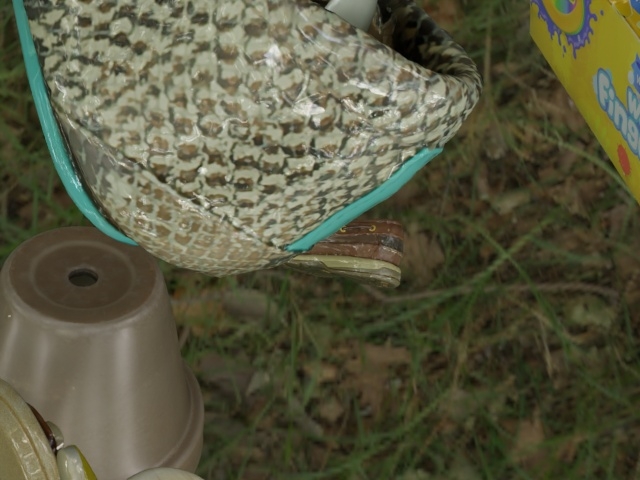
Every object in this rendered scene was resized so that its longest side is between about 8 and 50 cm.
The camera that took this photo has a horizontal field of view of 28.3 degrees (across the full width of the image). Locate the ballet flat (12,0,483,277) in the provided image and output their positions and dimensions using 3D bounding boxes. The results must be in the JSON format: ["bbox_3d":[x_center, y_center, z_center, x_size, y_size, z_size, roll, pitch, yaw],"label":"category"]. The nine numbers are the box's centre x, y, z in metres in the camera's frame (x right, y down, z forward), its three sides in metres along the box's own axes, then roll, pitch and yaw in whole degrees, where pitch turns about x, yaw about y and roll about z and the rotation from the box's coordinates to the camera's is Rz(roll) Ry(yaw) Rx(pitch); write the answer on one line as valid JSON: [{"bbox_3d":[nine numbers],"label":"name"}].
[{"bbox_3d":[-0.065,-0.232,0.435,0.182,0.164,0.483,-25,83,30],"label":"ballet flat"}]

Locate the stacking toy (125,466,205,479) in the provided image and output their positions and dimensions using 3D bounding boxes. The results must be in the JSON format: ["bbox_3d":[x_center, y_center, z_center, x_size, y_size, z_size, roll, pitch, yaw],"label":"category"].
[{"bbox_3d":[-0.203,0.293,0.942,0.330,0.141,0.141,-33,114,28],"label":"stacking toy"}]

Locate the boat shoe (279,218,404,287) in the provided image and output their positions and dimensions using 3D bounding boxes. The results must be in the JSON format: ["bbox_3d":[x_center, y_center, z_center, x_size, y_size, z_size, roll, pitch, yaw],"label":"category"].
[{"bbox_3d":[0.000,0.000,1.140,0.178,0.064,0.060,9,80,35],"label":"boat shoe"}]

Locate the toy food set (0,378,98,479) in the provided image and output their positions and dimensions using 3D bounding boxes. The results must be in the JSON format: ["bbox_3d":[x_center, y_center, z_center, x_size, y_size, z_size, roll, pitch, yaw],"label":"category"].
[{"bbox_3d":[-0.136,0.126,0.601,0.038,0.192,0.132,-15,106,-35],"label":"toy food set"}]

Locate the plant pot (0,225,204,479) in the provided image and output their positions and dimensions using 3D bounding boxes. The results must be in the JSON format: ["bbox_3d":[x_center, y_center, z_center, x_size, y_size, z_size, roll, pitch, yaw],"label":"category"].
[{"bbox_3d":[-0.232,0.115,1.231,0.263,0.263,0.229,8,128,-5],"label":"plant pot"}]

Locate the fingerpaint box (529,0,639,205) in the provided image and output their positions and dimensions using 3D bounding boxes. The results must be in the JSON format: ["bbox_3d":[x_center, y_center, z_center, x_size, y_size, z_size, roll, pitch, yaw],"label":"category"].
[{"bbox_3d":[0.427,-0.151,1.076,0.371,0.445,0.163,-14,135,-7],"label":"fingerpaint box"}]
